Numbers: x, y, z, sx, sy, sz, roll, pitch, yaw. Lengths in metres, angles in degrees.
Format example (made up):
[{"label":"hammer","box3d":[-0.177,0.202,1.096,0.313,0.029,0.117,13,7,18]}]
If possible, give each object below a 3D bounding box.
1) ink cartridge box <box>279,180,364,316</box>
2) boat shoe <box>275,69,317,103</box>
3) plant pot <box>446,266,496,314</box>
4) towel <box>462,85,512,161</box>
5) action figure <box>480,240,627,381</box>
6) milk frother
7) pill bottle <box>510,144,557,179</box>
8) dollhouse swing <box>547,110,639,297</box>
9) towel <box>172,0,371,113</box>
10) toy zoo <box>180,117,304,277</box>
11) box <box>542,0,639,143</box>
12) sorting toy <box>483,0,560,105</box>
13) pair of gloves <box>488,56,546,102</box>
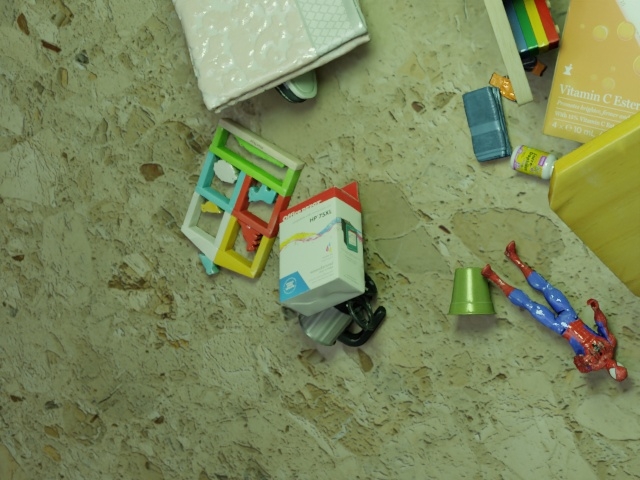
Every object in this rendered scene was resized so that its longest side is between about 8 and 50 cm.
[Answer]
[{"label":"ink cartridge box","box3d":[0.000,0.000,1.942,0.134,0.078,0.231,-25,52,32]},{"label":"boat shoe","box3d":[-0.107,-0.359,1.995,0.091,0.114,0.302,-38,66,30]},{"label":"plant pot","box3d":[0.253,0.085,1.871,0.083,0.083,0.079,-3,85,32]},{"label":"towel","box3d":[0.273,-0.191,1.829,0.067,0.029,0.119,-10,96,43]},{"label":"action figure","box3d":[0.380,0.114,1.756,0.091,0.139,0.280,-43,75,-7]},{"label":"milk frother","box3d":[0.035,0.135,1.969,0.129,0.143,0.135,41,115,11]},{"label":"pill bottle","box3d":[0.350,-0.123,1.787,0.083,0.043,0.043,20,109,27]},{"label":"dollhouse swing","box3d":[0.505,-0.143,1.485,0.305,0.315,0.347,-22,130,41]},{"label":"towel","box3d":[-0.101,-0.423,1.911,0.317,0.053,0.332,-22,71,14]},{"label":"toy zoo","box3d":[-0.159,-0.061,2.121,0.192,0.030,0.293,31,114,23]},{"label":"box","box3d":[0.479,-0.301,1.603,0.215,0.168,0.345,17,107,28]},{"label":"sorting toy","box3d":[0.280,-0.371,1.630,0.089,0.255,0.257,-18,120,12]},{"label":"pair of gloves","box3d":[0.318,-0.269,1.801,0.074,0.010,0.083,38,115,21]}]
